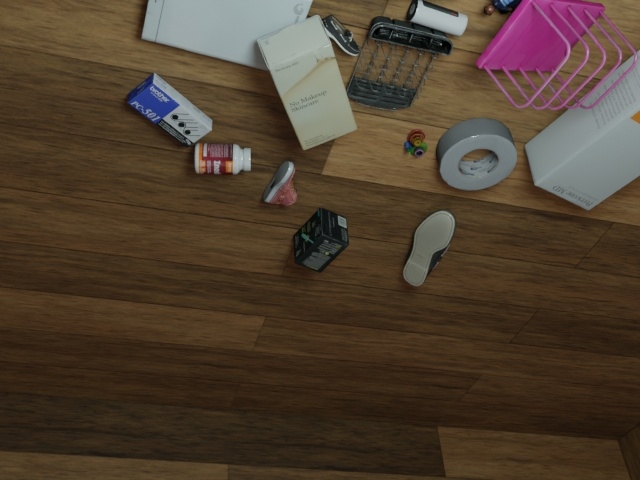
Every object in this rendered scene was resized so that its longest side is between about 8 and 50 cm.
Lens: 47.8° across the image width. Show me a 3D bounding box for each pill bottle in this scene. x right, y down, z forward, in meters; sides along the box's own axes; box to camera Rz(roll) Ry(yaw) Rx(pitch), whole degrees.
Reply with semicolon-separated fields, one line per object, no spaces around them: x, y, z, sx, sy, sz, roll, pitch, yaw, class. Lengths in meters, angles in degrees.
-0.269;-0.225;1.994;0.152;0.086;0.086;0;140;-5;pill bottle

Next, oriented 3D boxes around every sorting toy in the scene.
0.269;-0.264;2.028;0.061;0.042;0.102;-12;140;9;sorting toy

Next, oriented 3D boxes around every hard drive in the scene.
-0.218;-0.525;1.673;0.353;0.047;0.233;10;138;-17;hard drive

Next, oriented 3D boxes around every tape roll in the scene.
0.441;-0.241;2.047;0.219;0.072;0.219;-3;140;-3;tape roll

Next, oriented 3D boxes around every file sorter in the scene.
0.557;-0.421;1.676;0.290;0.182;0.202;-8;149;-37;file sorter

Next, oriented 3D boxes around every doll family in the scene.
0.460;-0.540;1.698;0.111;0.076;0.193;-27;130;31;doll family

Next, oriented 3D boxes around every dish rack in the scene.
0.184;-0.426;1.805;0.208;0.074;0.271;9;138;-14;dish rack

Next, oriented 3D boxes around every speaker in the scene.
0.277;-0.526;1.707;0.136;0.055;0.055;12;137;-18;speaker

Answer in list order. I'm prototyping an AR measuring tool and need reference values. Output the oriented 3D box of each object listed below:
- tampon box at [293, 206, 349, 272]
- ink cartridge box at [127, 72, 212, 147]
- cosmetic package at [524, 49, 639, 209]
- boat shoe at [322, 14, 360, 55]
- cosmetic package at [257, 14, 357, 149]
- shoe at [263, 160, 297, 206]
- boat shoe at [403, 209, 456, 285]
0.000;0.000;2.258;0.101;0.120;0.161;22;134;-27;tampon box
-0.389;-0.335;1.884;0.097;0.046;0.207;-29;134;25;ink cartridge box
0.797;-0.293;1.924;0.230;0.162;0.453;19;139;-26;cosmetic package
0.055;-0.494;1.737;0.125;0.046;0.038;36;131;-27;boat shoe
-0.025;-0.376;1.767;0.160;0.113;0.309;-22;148;3;cosmetic package
-0.097;-0.163;2.106;0.081;0.063;0.178;15;142;-23;shoe
0.358;0.009;2.339;0.112;0.095;0.335;33;135;12;boat shoe
